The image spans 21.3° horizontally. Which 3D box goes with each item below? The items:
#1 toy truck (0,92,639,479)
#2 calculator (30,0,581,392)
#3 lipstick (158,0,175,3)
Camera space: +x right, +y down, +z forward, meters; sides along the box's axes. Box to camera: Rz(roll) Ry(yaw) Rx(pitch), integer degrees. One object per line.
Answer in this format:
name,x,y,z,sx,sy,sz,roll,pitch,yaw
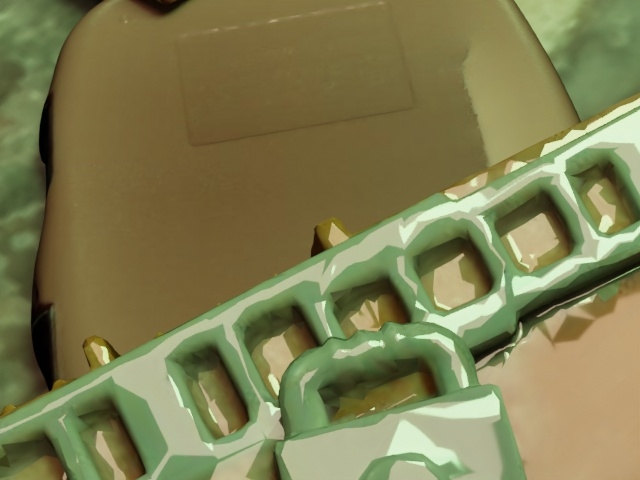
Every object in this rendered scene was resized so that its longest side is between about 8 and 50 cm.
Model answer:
toy truck,-0.018,0.095,0.424,0.387,0.207,0.173,-27,76,-5
calculator,0.000,0.000,0.628,0.220,0.048,0.330,-11,53,-1
lipstick,-0.102,-0.145,0.718,0.145,0.045,0.045,28,55,37
